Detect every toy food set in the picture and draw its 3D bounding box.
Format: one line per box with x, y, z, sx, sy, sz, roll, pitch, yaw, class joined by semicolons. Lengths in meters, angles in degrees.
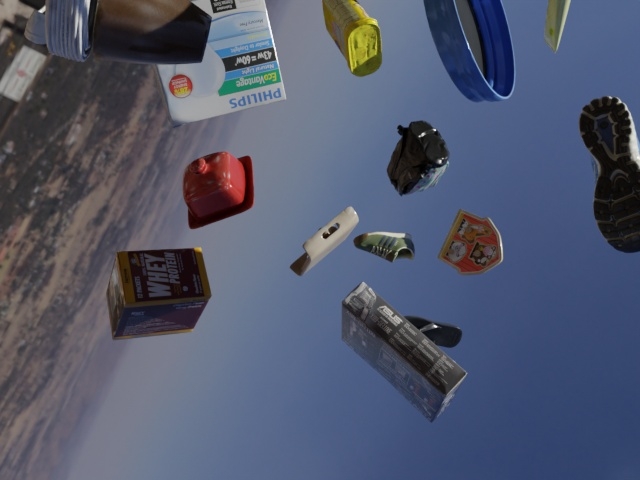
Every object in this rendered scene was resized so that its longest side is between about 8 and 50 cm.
0.000;0.000;2.244;0.220;0.092;0.306;-39;174;-18;toy food set

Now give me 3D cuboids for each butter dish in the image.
-0.231;-0.126;1.351;0.160;0.118;0.160;-19;-128;15;butter dish

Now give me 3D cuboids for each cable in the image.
-0.535;-0.520;1.392;0.257;0.089;0.257;-104;-154;-51;cable

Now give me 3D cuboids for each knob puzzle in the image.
0.460;0.017;1.943;0.213;0.030;0.213;-7;-101;37;knob puzzle

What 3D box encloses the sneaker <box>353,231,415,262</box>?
0.199;0.025;1.932;0.064;0.192;0.086;115;-32;-49;sneaker

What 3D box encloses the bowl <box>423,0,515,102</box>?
0.348;-0.508;1.505;0.077;0.391;0.391;-14;-138;33;bowl

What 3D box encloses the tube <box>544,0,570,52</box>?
0.632;-0.629;1.715;0.070;0.062;0.240;-41;143;-36;tube

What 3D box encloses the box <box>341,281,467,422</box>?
0.179;0.262;1.492;0.076;0.307;0.242;-41;157;-19;box

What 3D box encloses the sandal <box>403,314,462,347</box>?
0.316;0.277;1.913;0.054;0.255;0.097;-130;-132;-61;sandal

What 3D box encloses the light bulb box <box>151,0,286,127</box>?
-0.326;-0.560;1.923;0.225;0.358;0.361;-132;-153;-68;light bulb box

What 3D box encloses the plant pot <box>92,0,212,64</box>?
-0.371;-0.490;1.465;0.215;0.230;0.215;-167;-90;-79;plant pot

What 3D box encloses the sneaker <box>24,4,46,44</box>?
-0.638;-0.557;1.591;0.094;0.080;0.212;-62;-179;37;sneaker

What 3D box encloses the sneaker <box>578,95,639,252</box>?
0.642;-0.138;1.366;0.130;0.147;0.330;-10;-92;33;sneaker

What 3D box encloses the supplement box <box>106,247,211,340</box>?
-0.376;0.123;1.484;0.194;0.191;0.129;-54;-134;50;supplement box

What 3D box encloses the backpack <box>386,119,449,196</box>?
0.239;-0.188;1.585;0.182;0.115;0.152;115;-39;-55;backpack

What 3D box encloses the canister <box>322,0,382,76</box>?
0.065;-0.450;1.376;0.126;0.073;0.170;77;-10;-53;canister
